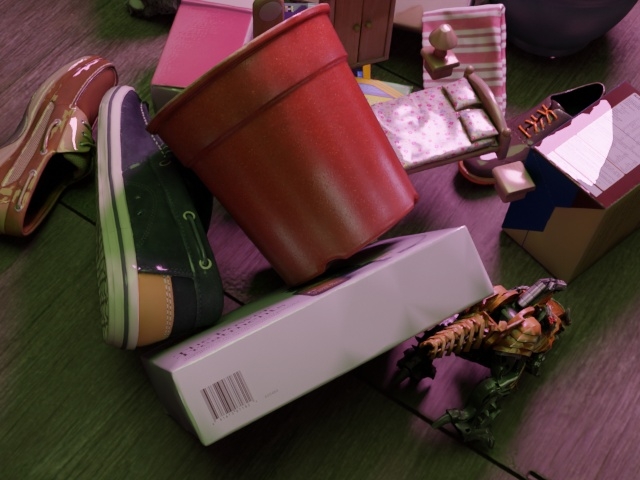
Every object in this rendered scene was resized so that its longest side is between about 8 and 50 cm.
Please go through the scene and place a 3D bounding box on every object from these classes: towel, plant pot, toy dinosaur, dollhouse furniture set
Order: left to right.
[{"bbox_3d":[-0.029,-0.104,1.132,0.272,0.272,0.265,-36,96,-23],"label":"plant pot"},{"bbox_3d":[0.091,-0.201,1.231,0.303,0.174,0.356,-16,58,-13],"label":"dollhouse furniture set"},{"bbox_3d":[0.221,-0.266,1.421,0.144,0.197,0.029,4,9,38],"label":"towel"},{"bbox_3d":[0.205,0.122,1.141,0.321,0.218,0.164,21,26,-38],"label":"toy dinosaur"},{"bbox_3d":[0.405,-0.440,1.545,0.292,0.196,0.293,1,55,-2],"label":"plant pot"}]

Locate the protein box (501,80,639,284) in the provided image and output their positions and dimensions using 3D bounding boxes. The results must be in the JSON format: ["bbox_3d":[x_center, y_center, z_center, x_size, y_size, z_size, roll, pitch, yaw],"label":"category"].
[{"bbox_3d":[0.394,-0.081,1.301,0.201,0.200,0.136,-34,64,-22],"label":"protein box"}]

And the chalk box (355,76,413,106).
[{"bbox_3d":[0.023,-0.163,1.386,0.212,0.132,0.132,9,56,5],"label":"chalk box"}]

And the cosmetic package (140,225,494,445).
[{"bbox_3d":[-0.018,0.106,1.115,0.377,0.284,0.098,-25,92,-18],"label":"cosmetic package"}]

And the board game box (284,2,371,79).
[{"bbox_3d":[0.010,-0.296,1.465,0.141,0.048,0.171,-2,98,-4],"label":"board game box"}]

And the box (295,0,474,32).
[{"bbox_3d":[0.105,-0.430,1.539,0.311,0.148,0.121,16,101,10],"label":"box"}]

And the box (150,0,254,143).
[{"bbox_3d":[-0.173,-0.271,1.440,0.126,0.149,0.232,8,56,4],"label":"box"}]

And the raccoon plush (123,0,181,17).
[{"bbox_3d":[-0.185,-0.552,1.657,0.216,0.299,0.446,19,24,28],"label":"raccoon plush"}]

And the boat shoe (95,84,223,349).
[{"bbox_3d":[-0.230,-0.047,1.242,0.155,0.187,0.500,-2,37,-16],"label":"boat shoe"}]

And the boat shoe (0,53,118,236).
[{"bbox_3d":[-0.394,-0.133,1.363,0.119,0.123,0.324,24,67,15],"label":"boat shoe"}]

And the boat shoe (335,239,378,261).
[{"bbox_3d":[0.000,0.000,1.321,0.169,0.063,0.059,0,53,-13],"label":"boat shoe"}]

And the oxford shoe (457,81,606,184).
[{"bbox_3d":[0.332,-0.176,1.424,0.271,0.098,0.097,-28,61,-19],"label":"oxford shoe"}]
